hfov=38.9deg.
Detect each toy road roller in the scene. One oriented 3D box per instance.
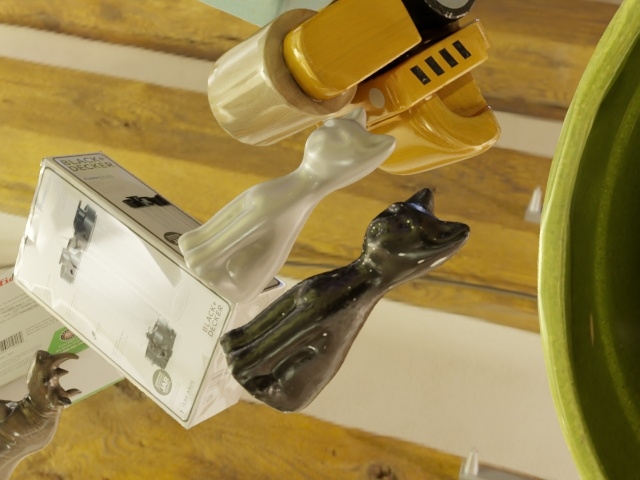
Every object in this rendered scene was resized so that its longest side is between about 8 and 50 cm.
[{"bbox_3d":[0.062,-0.168,1.032,0.329,0.240,0.202,-35,-169,-33],"label":"toy road roller"}]

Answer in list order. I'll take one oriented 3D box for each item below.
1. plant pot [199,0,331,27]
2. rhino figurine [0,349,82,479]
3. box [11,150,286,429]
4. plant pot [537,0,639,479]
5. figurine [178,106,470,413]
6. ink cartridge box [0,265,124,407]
[{"bbox_3d":[-0.065,-0.434,1.213,0.247,0.252,0.248,27,-139,23],"label":"plant pot"},{"bbox_3d":[-0.382,0.222,1.107,0.243,0.073,0.106,-43,-90,3],"label":"rhino figurine"},{"bbox_3d":[-0.193,0.044,0.975,0.290,0.169,0.087,33,-153,23],"label":"box"},{"bbox_3d":[0.315,0.001,0.429,0.366,0.366,0.353,18,-168,19],"label":"plant pot"},{"bbox_3d":[0.000,0.000,0.761,0.209,0.092,0.215,-41,-135,11],"label":"figurine"},{"bbox_3d":[-0.382,0.126,1.260,0.160,0.092,0.219,-26,-137,-5],"label":"ink cartridge box"}]
